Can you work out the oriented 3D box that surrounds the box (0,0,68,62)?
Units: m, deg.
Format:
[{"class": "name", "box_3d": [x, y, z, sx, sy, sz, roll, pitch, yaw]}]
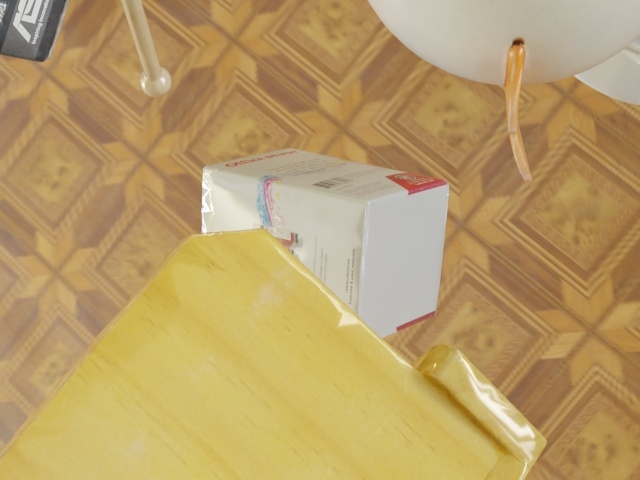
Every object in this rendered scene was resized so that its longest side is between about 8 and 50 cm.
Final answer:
[{"class": "box", "box_3d": [-0.236, -0.315, 0.582, 0.097, 0.318, 0.395, 35, 110, 40]}]

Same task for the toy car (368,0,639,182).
[{"class": "toy car", "box_3d": [0.067, -0.142, 0.372, 0.219, 0.210, 0.238, 5, 109, 6]}]

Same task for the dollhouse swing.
[{"class": "dollhouse swing", "box_3d": [-0.063, 0.209, 0.855, 0.305, 0.315, 0.347, 37, 70, 2]}]

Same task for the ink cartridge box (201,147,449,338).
[{"class": "ink cartridge box", "box_3d": [0.000, 0.000, 0.974, 0.176, 0.128, 0.127, 16, 110, 35]}]

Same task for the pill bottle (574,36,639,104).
[{"class": "pill bottle", "box_3d": [0.271, -0.237, 0.761, 0.160, 0.160, 0.283, 49, 134, 17]}]

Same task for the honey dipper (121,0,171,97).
[{"class": "honey dipper", "box_3d": [-0.096, -0.119, 0.574, 0.030, 0.161, 0.031, -1, 64, 1]}]
